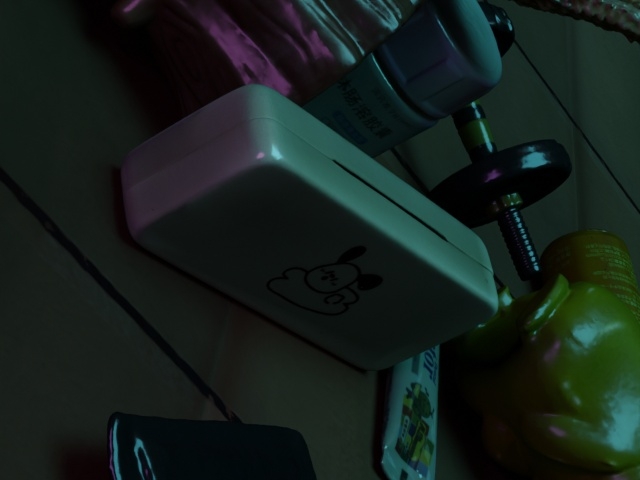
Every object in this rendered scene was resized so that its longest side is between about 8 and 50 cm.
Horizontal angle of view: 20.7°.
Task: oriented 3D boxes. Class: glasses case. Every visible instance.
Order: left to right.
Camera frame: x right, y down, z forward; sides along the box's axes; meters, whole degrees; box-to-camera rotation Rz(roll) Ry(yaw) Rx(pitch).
[{"bbox_3d":[0.000,0.000,1.269,0.313,0.131,0.070,33,38,-48],"label":"glasses case"}]

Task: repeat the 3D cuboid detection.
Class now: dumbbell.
[{"bbox_3d":[0.139,-0.114,1.642,0.143,0.143,0.325,8,58,-61],"label":"dumbbell"}]

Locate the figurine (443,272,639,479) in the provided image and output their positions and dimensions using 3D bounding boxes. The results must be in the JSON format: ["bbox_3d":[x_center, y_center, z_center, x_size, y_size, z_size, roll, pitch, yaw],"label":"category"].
[{"bbox_3d":[0.236,0.184,1.515,0.169,0.218,0.327,-24,94,-25],"label":"figurine"}]

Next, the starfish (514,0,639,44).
[{"bbox_3d":[0.102,-0.285,1.366,0.384,0.132,0.398,28,22,-47],"label":"starfish"}]

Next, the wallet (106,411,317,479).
[{"bbox_3d":[-0.036,0.260,1.041,0.247,0.041,0.323,15,55,-58],"label":"wallet"}]

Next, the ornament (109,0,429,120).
[{"bbox_3d":[-0.060,-0.211,1.305,0.217,0.235,0.221,54,0,-11],"label":"ornament"}]

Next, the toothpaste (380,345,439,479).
[{"bbox_3d":[0.076,0.104,1.429,0.067,0.037,0.255,47,33,-31],"label":"toothpaste"}]

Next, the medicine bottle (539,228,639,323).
[{"bbox_3d":[0.281,0.088,1.769,0.096,0.096,0.192,39,34,-41],"label":"medicine bottle"}]

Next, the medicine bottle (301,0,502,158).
[{"bbox_3d":[0.052,-0.147,1.474,0.135,0.168,0.135,45,29,-34],"label":"medicine bottle"}]
